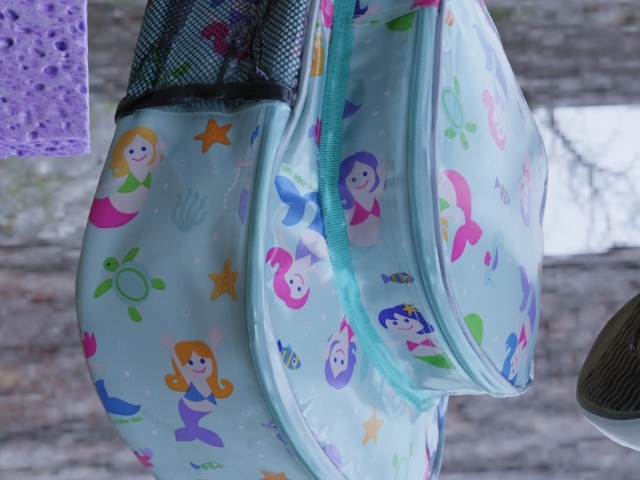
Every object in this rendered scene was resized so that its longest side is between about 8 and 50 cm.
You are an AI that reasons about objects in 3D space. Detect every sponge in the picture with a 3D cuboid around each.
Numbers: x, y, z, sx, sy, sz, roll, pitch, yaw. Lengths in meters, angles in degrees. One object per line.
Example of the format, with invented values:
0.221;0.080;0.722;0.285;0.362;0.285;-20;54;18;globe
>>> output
-0.212;-0.155;1.080;0.031;0.117;0.210;111;-23;-67;sponge

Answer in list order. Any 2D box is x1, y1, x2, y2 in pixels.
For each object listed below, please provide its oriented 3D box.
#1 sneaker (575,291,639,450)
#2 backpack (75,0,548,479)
0.229;0.076;0.750;0.106;0.123;0.290;-57;-163;-17;sneaker
0.000;0.000;0.751;0.225;0.191;0.253;57;41;-48;backpack
